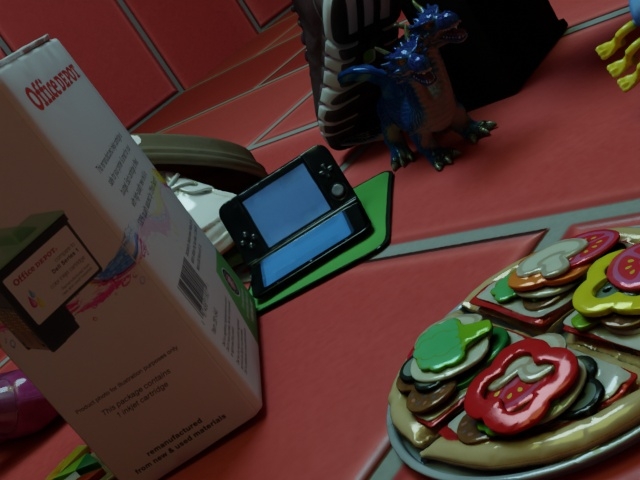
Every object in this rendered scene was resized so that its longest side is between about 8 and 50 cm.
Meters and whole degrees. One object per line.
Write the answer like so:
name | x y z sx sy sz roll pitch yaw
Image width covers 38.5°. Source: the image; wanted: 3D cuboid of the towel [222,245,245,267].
towel | -0.137 0.032 0.989 0.152 0.023 0.113 -26 21 16

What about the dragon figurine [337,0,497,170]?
dragon figurine | 0.075 -0.148 0.877 0.085 0.144 0.289 -36 18 -10

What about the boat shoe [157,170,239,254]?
boat shoe | -0.162 -0.027 0.984 0.098 0.096 0.277 -41 20 -28

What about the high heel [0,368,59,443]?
high heel | -0.319 0.164 0.910 0.117 0.082 0.244 -7 -13 -30

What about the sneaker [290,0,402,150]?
sneaker | 0.015 -0.232 0.983 0.106 0.162 0.281 -25 -27 -15

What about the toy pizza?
toy pizza | 0.117 0.046 0.475 0.201 0.032 0.201 -30 18 11

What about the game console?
game console | -0.027 -0.020 0.827 0.122 0.107 0.071 -32 -10 5

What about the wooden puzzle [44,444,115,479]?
wooden puzzle | -0.185 0.182 0.680 0.078 0.014 0.116 -43 20 -27

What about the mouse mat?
mouse mat | 0.000 0.000 0.849 0.153 0.007 0.189 -28 19 17

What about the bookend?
bookend | 0.167 -0.243 0.949 0.072 0.157 0.156 -15 26 45

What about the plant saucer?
plant saucer | -0.199 -0.083 1.093 0.278 0.041 0.278 -2 -7 0

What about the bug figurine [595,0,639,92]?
bug figurine | 0.303 -0.236 0.645 0.279 0.216 0.072 -33 -20 6

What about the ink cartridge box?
ink cartridge box | -0.168 0.007 0.664 0.117 0.278 0.201 -34 18 6
